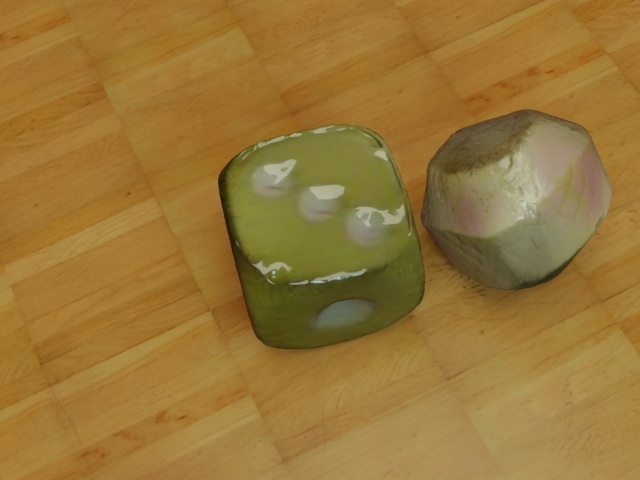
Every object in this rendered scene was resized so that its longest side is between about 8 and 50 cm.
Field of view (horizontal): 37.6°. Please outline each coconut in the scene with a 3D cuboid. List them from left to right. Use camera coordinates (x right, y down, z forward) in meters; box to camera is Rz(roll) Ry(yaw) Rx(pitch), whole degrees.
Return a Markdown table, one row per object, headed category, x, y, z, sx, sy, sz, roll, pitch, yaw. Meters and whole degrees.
| category | x | y | z | sx | sy | sz | roll | pitch | yaw |
| --- | --- | --- | --- | --- | --- | --- | --- | --- | --- |
| coconut | 0.271 | -0.049 | 1.283 | 0.259 | 0.259 | 0.259 | -2 | 63 | 3 |

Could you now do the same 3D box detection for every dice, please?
| category | x | y | z | sx | sy | sz | roll | pitch | yaw |
| --- | --- | --- | --- | --- | --- | --- | --- | --- | --- |
| dice | 0.000 | 0.000 | 1.276 | 0.238 | 0.227 | 0.233 | -13 | 63 | -3 |
